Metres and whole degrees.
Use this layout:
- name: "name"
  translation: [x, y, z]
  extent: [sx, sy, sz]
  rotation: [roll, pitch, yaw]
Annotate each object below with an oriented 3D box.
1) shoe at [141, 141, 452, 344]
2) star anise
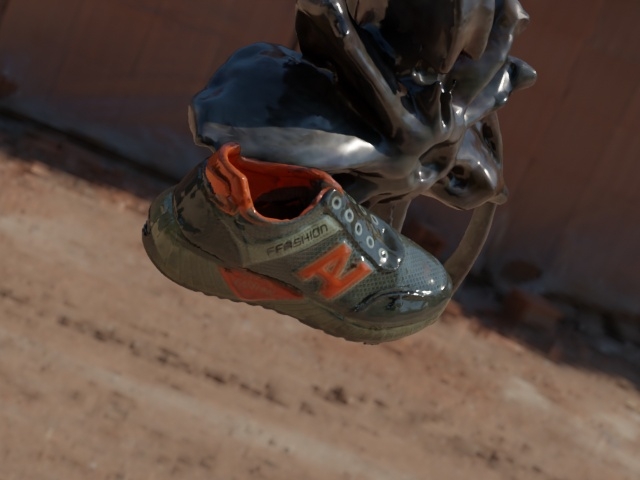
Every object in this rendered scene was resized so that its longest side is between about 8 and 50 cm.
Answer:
- name: "shoe"
  translation: [0.002, 0.000, 0.872]
  extent: [0.194, 0.077, 0.074]
  rotation: [16, 41, -28]
- name: "star anise"
  translation: [0.026, -0.072, 1.026]
  extent: [0.316, 0.359, 0.139]
  rotation: [-4, 41, -37]
